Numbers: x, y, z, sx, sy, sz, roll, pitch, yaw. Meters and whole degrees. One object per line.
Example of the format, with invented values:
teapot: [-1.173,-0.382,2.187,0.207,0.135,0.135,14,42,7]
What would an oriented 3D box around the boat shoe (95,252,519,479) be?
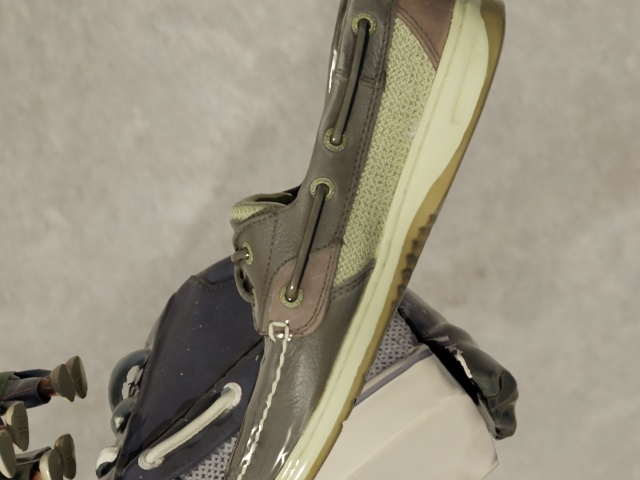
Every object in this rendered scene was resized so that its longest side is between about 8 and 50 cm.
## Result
boat shoe: [-0.074,0.131,0.926,0.340,0.158,0.127,-34,143,-6]

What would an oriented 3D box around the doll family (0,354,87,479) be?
doll family: [-0.184,0.112,0.853,0.111,0.193,0.076,-6,100,13]

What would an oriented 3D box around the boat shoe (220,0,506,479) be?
boat shoe: [0.000,0.000,0.701,0.073,0.080,0.223,23,98,-2]
